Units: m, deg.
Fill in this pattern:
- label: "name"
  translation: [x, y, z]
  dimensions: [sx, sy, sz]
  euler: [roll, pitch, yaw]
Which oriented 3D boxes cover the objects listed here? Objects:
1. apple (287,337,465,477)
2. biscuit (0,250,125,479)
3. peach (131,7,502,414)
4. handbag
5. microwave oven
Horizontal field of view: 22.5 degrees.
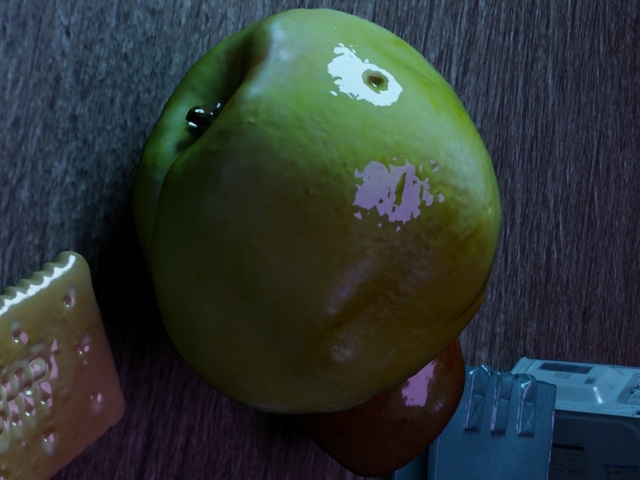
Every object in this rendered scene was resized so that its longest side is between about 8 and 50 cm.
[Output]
- label: "apple"
  translation: [0.047, 0.128, 1.528]
  dimensions: [0.168, 0.181, 0.181]
  euler: [-52, 140, -7]
- label: "biscuit"
  translation: [-0.235, 0.125, 1.194]
  dimensions: [0.249, 0.030, 0.160]
  euler: [-39, 125, -51]
- label: "peach"
  translation: [-0.004, -0.023, 1.324]
  dimensions: [0.315, 0.281, 0.314]
  euler: [26, 101, -39]
- label: "handbag"
  translation: [0.157, 0.274, 1.792]
  dimensions: [0.268, 0.100, 0.274]
  euler: [8, 85, -55]
- label: "microwave oven"
  translation: [0.329, 0.231, 1.954]
  dimensions: [0.122, 0.208, 0.162]
  euler: [-41, 126, -49]
